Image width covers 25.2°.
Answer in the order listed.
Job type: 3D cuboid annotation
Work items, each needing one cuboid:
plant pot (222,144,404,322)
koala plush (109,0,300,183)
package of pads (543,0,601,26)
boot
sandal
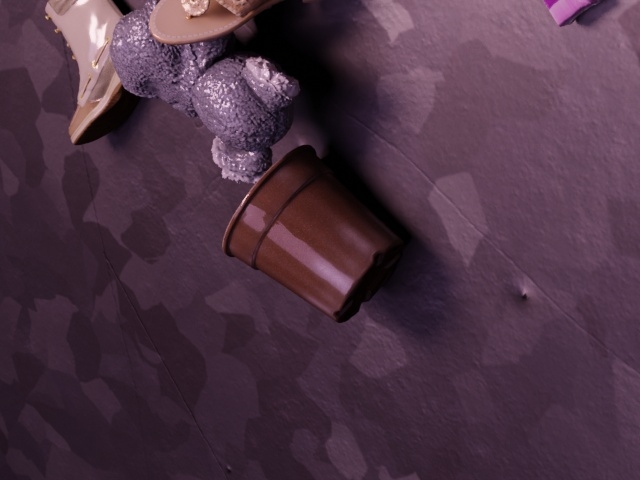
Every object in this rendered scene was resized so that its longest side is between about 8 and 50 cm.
[{"bbox_3d":[0.000,0.000,1.704,0.165,0.167,0.167,38,132,14],"label":"plant pot"},{"bbox_3d":[-0.113,-0.186,1.666,0.221,0.203,0.196,51,137,22],"label":"koala plush"},{"bbox_3d":[0.239,-0.259,1.428,0.050,0.032,0.083,-36,83,46],"label":"package of pads"},{"bbox_3d":[-0.315,-0.246,1.941,0.165,0.077,0.213,51,131,13],"label":"boot"},{"bbox_3d":[-0.079,-0.292,1.574,0.079,0.240,0.088,87,165,-61],"label":"sandal"}]
